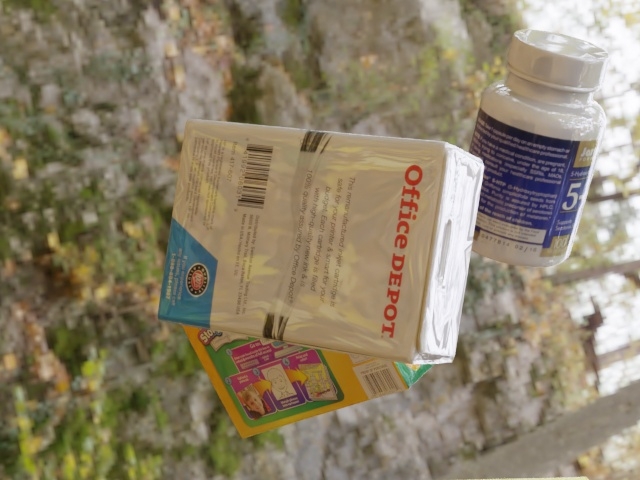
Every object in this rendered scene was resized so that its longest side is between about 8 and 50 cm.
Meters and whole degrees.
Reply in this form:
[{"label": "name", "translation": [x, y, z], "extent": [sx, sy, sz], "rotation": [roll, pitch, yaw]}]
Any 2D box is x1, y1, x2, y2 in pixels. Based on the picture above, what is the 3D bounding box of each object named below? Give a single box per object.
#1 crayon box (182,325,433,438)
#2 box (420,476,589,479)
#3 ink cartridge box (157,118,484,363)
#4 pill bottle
[{"label": "crayon box", "translation": [-0.018, 0.118, 1.564], "extent": [0.278, 0.081, 0.165], "rotation": [-22, -82, 39]}, {"label": "box", "translation": [0.184, 0.288, 1.344], "extent": [0.058, 0.232, 0.087], "rotation": [52, -55, 44]}, {"label": "ink cartridge box", "translation": [0.000, 0.000, 0.933], "extent": [0.203, 0.086, 0.148], "rotation": [8, -92, 25]}, {"label": "pill bottle", "translation": [0.186, -0.081, 1.154], "extent": [0.112, 0.112, 0.187], "rotation": [42, -52, 51]}]
